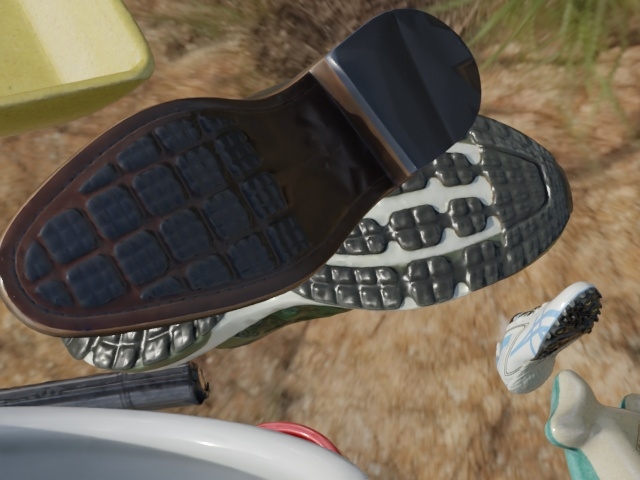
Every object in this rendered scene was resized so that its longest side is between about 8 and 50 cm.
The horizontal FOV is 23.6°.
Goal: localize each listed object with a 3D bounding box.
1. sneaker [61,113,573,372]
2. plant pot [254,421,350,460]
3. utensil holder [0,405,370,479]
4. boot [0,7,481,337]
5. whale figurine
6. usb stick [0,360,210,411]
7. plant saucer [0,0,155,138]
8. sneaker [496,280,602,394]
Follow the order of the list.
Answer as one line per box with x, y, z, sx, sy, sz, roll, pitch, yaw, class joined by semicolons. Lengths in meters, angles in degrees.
0.000;0.000;1.208;0.410;0.182;0.158;-13;83;18;sneaker
-0.026;0.319;1.742;0.191;0.174;0.191;-9;64;19;plant pot
-0.143;0.310;0.808;0.327;0.327;0.386;4;98;4;utensil holder
-0.039;-0.010;0.582;0.219;0.106;0.082;-28;86;-36;boot
0.347;0.274;1.829;0.272;0.216;0.141;39;134;-22;whale figurine
-0.253;0.164;1.571;0.278;0.077;0.045;-8;77;2;usb stick
-0.324;-0.159;1.059;0.332;0.081;0.333;-15;50;-22;plant saucer
0.274;0.111;1.908;0.085;0.237;0.086;-17;65;-26;sneaker
